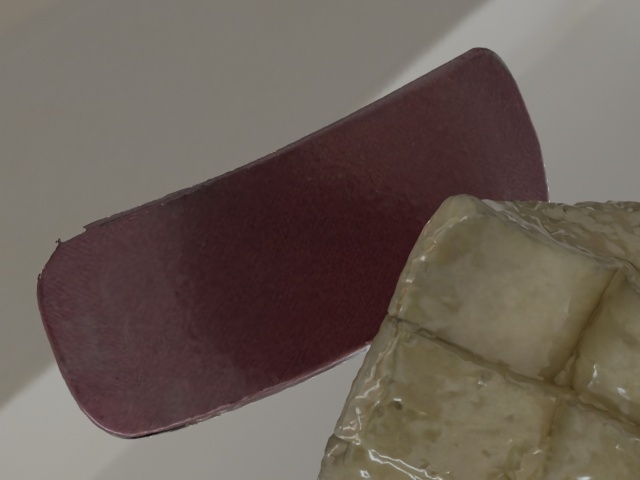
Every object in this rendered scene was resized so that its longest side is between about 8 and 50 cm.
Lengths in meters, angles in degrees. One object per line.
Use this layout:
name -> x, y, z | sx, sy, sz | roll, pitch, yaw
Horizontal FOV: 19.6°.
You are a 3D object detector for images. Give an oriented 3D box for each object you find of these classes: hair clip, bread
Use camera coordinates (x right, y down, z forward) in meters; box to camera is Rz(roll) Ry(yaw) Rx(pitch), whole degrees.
hair clip -> 0.001, 0.000, 0.433 | 0.137, 0.054, 0.022 | -26, -163, -24
bread -> 0.082, 0.024, 0.391 | 0.105, 0.077, 0.152 | 27, -152, 15
